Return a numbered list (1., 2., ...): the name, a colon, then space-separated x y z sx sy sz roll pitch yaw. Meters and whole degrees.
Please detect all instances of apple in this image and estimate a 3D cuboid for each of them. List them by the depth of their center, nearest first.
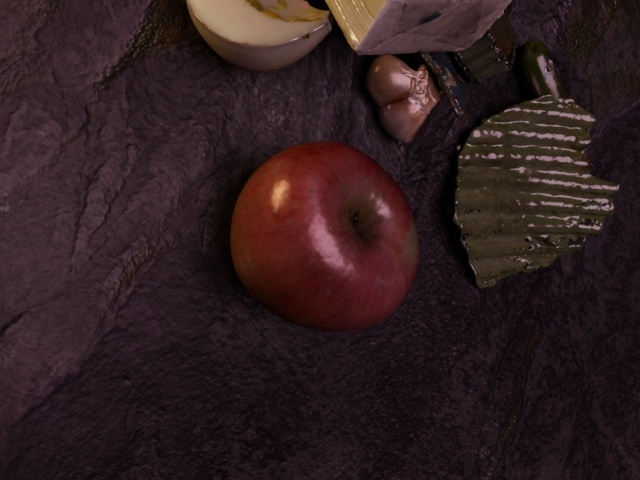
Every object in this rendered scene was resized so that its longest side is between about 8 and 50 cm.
1. apple: 0.000 0.000 1.333 0.344 0.269 0.345 14 68 -37

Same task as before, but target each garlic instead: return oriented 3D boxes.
1. garlic: 0.152 -0.277 1.492 0.124 0.099 0.174 -40 112 -9

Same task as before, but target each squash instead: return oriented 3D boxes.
1. squash: 0.516 -0.287 1.712 0.087 0.087 0.332 -42 115 -21

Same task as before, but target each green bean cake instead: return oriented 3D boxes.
1. green bean cake: 0.304 -0.416 1.530 0.173 0.094 0.181 48 36 -26

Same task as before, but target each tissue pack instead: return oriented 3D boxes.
1. tissue pack: 0.121 -0.508 1.282 0.297 0.207 0.381 -14 69 -39

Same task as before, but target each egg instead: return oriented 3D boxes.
1. egg: -0.109 -0.379 1.282 0.206 0.162 0.271 -33 75 -8

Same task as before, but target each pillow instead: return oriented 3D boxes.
1. pillow: 0.221 -0.373 1.489 0.256 0.034 0.189 52 33 -19

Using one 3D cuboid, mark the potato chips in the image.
1. potato chips: 0.437 -0.096 1.649 0.389 0.097 0.373 -25 107 -14
